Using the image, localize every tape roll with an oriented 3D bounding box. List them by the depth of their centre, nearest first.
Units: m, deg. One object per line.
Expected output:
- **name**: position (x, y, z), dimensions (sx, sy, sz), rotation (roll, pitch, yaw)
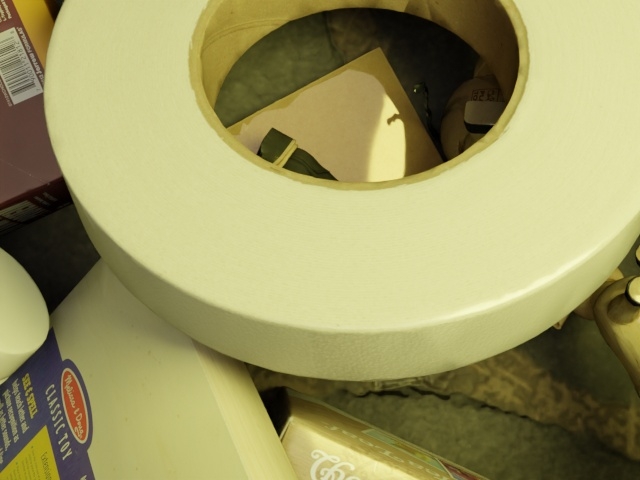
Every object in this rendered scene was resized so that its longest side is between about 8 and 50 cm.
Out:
- **tape roll**: position (0.026, -0.100, 0.696), dimensions (0.392, 0.072, 0.392), rotation (-1, 58, 1)

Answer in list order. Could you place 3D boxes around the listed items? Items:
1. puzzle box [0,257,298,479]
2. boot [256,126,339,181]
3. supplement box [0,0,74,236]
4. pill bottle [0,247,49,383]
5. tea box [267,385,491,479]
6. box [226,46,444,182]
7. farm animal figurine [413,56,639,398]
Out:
- **puzzle box**: position (-0.123, 0.206, 0.667), dimensions (0.272, 0.409, 0.052), rotation (-46, 134, 16)
- **boot**: position (0.000, 0.000, 0.769), dimensions (0.137, 0.198, 0.077), rotation (28, 125, -5)
- **supplement box**: position (-0.268, -0.098, 0.804), dimensions (0.194, 0.129, 0.191), rotation (-25, 89, -4)
- **pill bottle**: position (-0.298, 0.101, 0.755), dimensions (0.229, 0.131, 0.131), rotation (-40, 90, 20)
- **tea box**: position (0.055, 0.317, 0.757), dimensions (0.329, 0.220, 0.323), rotation (26, 87, -2)
- **box**: position (0.024, -0.027, 0.871), dimensions (0.164, 0.021, 0.201), rotation (-29, 89, -4)
- **farm animal figurine**: position (0.226, -0.047, 0.811), dimensions (0.327, 0.172, 0.330), rotation (24, 72, 17)
